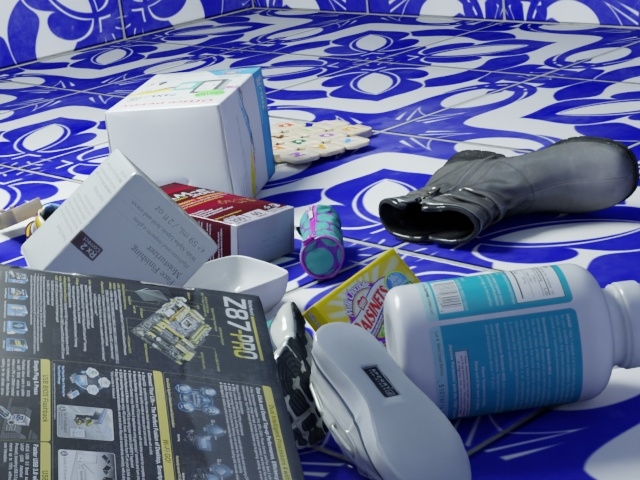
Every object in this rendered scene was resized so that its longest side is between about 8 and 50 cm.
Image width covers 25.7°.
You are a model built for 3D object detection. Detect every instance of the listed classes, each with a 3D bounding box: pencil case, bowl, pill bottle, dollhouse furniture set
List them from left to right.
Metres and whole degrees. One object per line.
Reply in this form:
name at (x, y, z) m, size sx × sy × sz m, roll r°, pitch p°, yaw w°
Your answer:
dollhouse furniture set at (-0.539, -0.067, 2.219) m, size 0.151 × 0.123 × 0.144 m, roll -27°, pitch 7°, yaw -26°
bowl at (-0.124, 0.069, 1.829) m, size 0.142 × 0.053 × 0.142 m, roll -20°, pitch 23°, yaw -34°
pencil case at (0.000, 0.000, 1.966) m, size 0.064 × 0.070 × 0.152 m, roll -30°, pitch 17°, yaw 8°
pill bottle at (0.204, 0.104, 1.460) m, size 0.264 × 0.146 × 0.146 m, roll -7°, pitch 18°, yaw -3°

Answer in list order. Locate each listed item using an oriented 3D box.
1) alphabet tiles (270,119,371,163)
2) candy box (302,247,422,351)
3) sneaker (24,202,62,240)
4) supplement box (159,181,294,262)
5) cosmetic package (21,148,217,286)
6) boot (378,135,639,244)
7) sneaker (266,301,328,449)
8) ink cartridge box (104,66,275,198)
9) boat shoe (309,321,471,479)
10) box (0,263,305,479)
alphabet tiles at (-0.050, -0.180, 2.620) m, size 0.284 × 0.021 × 0.278 m, roll -18°, pitch 22°, yaw -32°
candy box at (0.065, 0.086, 1.646) m, size 0.027 × 0.105 × 0.206 m, roll -44°, pitch -6°, yaw 35°
sneaker at (-0.412, -0.023, 2.162) m, size 0.069 × 0.084 × 0.185 m, roll -16°, pitch 20°, yaw -26°
supplement box at (-0.169, -0.024, 2.060) m, size 0.239 × 0.073 × 0.130 m, roll 12°, pitch 20°, yaw 36°
cosmetic package at (-0.258, 0.009, 1.784) m, size 0.184 × 0.151 × 0.151 m, roll -47°, pitch 23°, yaw -1°
boot at (0.270, -0.055, 2.016) m, size 0.338 × 0.118 × 0.222 m, roll -6°, pitch 17°, yaw 38°
sneaker at (-0.055, 0.160, 1.503) m, size 0.110 × 0.107 × 0.275 m, roll -26°, pitch 13°, yaw 6°
ink cartridge box at (-0.209, -0.158, 2.320) m, size 0.198 × 0.197 × 0.270 m, roll -3°, pitch 19°, yaw 13°
boat shoe at (0.062, 0.186, 1.357) m, size 0.095 × 0.084 × 0.258 m, roll -2°, pitch 36°, yaw -24°
box at (-0.184, 0.167, 1.209) m, size 0.318 × 0.097 × 0.395 m, roll 5°, pitch 30°, yaw -15°
